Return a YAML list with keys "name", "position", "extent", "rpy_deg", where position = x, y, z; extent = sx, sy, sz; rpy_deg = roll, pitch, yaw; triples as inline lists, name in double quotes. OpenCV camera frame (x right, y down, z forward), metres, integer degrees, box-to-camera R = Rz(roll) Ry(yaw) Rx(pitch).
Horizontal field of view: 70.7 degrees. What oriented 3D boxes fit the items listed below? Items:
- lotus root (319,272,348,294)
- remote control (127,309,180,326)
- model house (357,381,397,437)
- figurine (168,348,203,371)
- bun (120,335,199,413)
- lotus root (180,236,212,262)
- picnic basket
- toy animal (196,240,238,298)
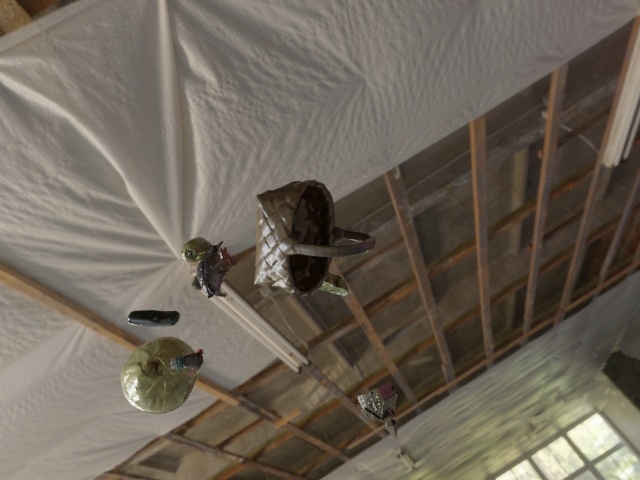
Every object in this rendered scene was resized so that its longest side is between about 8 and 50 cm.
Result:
- name: "lotus root"
  position: [0.044, 0.196, 2.172]
  extent: [0.183, 0.203, 0.078]
  rpy_deg: [40, -118, -50]
- name: "remote control"
  position: [-0.690, 0.319, 1.862]
  extent: [0.221, 0.072, 0.042]
  rpy_deg: [0, -49, 7]
- name: "model house"
  position: [0.303, 0.858, 2.226]
  extent: [0.176, 0.248, 0.180]
  rpy_deg: [-32, -21, 23]
- name: "figurine"
  position: [-0.416, 0.373, 1.405]
  extent: [0.105, 0.060, 0.047]
  rpy_deg: [-7, -24, -3]
- name: "bun"
  position: [-0.755, 0.621, 2.128]
  extent: [0.363, 0.365, 0.202]
  rpy_deg: [-15, -26, -22]
- name: "lotus root"
  position: [-0.466, 0.032, 1.700]
  extent: [0.090, 0.077, 0.183]
  rpy_deg: [-51, -2, 13]
- name: "picnic basket"
  position: [0.000, 0.000, 1.276]
  extent: [0.337, 0.337, 0.293]
  rpy_deg: [-52, -17, 25]
- name: "toy animal"
  position: [-0.453, 0.125, 1.943]
  extent: [0.185, 0.299, 0.122]
  rpy_deg: [-24, -40, 25]
